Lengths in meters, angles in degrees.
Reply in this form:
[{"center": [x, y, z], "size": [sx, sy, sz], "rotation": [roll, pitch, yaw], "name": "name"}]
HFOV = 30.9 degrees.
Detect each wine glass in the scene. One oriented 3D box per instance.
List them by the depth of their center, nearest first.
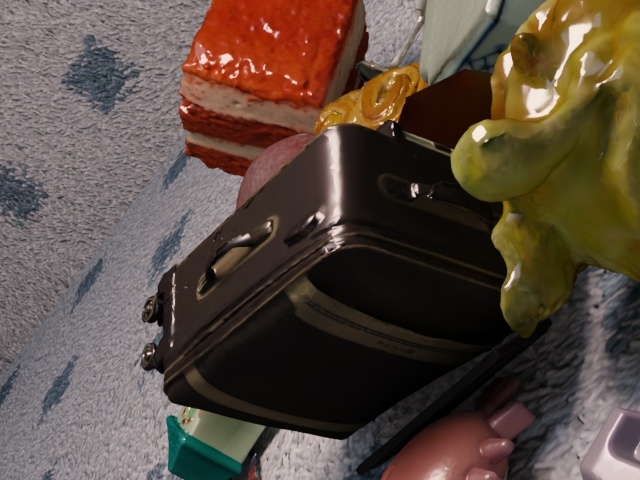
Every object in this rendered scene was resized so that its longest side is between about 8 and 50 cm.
[{"center": [0.157, -0.351, 1.877], "size": [0.232, 0.156, 0.156], "rotation": [-61, 19, -6], "name": "wine glass"}]

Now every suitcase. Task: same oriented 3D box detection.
[{"center": [0.010, 0.062, 1.205], "size": [0.434, 0.283, 0.194], "rotation": [-40, 42, 43], "name": "suitcase"}]

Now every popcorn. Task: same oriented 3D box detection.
[{"center": [0.275, -0.091, 0.994], "size": [0.279, 0.274, 0.335], "rotation": [-9, 53, 28], "name": "popcorn"}]

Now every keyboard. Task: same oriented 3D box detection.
[{"center": [0.102, 0.186, 1.203], "size": [0.103, 0.041, 0.381], "rotation": [-23, -12, -40], "name": "keyboard"}]

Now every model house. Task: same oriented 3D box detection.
[{"center": [-0.157, 0.273, 1.637], "size": [0.149, 0.100, 0.127], "rotation": [-61, 18, -4], "name": "model house"}]

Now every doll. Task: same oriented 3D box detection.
[{"center": [0.115, 0.229, 1.095], "size": [0.262, 0.093, 0.211], "rotation": [-51, 5, -38], "name": "doll"}]

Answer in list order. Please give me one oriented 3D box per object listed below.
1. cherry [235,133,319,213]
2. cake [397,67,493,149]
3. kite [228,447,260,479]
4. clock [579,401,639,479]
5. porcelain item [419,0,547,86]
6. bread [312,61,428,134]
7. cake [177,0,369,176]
[{"center": [0.000, 0.000, 1.546], "size": [0.261, 0.221, 0.307], "rotation": [44, 126, 35], "name": "cherry"}, {"center": [0.179, -0.067, 1.331], "size": [0.178, 0.185, 0.207], "rotation": [80, -169, -62], "name": "cake"}, {"center": [-0.137, 0.306, 1.716], "size": [0.204, 0.022, 0.360], "rotation": [-51, 20, 10], "name": "kite"}, {"center": [0.294, 0.138, 0.817], "size": [0.253, 0.083, 0.186], "rotation": [-59, 18, -6], "name": "clock"}, {"center": [0.250, -0.322, 1.475], "size": [0.281, 0.157, 0.285], "rotation": [125, 157, -58], "name": "porcelain item"}, {"center": [0.089, -0.148, 1.681], "size": [0.236, 0.120, 0.198], "rotation": [-24, 45, 36], "name": "bread"}, {"center": [-0.073, -0.276, 1.944], "size": [0.319, 0.270, 0.269], "rotation": [92, -166, -63], "name": "cake"}]
